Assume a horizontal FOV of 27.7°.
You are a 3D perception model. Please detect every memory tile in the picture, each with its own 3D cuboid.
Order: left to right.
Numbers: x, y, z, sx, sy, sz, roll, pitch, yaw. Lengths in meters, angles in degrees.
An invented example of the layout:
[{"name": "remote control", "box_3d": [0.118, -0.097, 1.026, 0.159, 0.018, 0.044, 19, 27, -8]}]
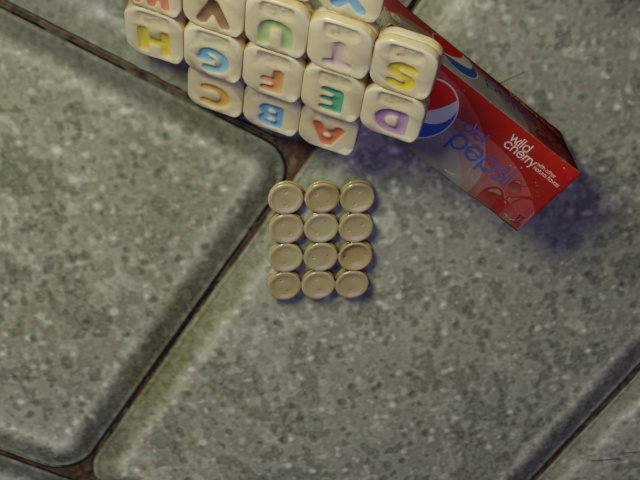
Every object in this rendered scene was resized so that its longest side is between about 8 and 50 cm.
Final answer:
[{"name": "memory tile", "box_3d": [0.000, 0.000, 1.362, 0.113, 0.012, 0.148, -2, 124, -7]}]

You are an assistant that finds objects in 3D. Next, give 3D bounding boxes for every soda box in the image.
[{"name": "soda box", "box_3d": [0.126, -0.124, 1.252, 0.263, 0.083, 0.092, 34, 115, -27]}]

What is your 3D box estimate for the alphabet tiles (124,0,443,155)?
[{"name": "alphabet tiles", "box_3d": [-0.038, -0.169, 1.128, 0.284, 0.021, 0.278, 19, 153, 4]}]
